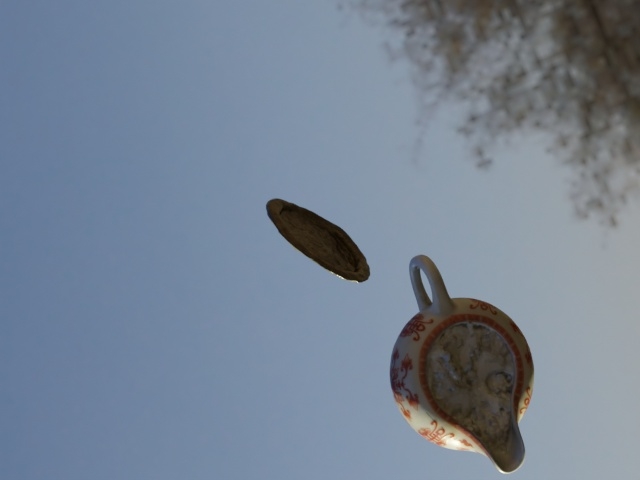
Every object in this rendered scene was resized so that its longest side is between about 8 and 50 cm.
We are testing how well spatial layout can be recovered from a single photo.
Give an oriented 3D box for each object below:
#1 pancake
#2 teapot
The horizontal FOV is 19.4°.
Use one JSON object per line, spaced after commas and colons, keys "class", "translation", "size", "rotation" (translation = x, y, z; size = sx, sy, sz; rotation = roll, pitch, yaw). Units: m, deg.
{"class": "pancake", "translation": [-0.001, 0.001, 1.573], "size": [0.115, 0.011, 0.115], "rotation": [33, -161, -13]}
{"class": "teapot", "translation": [0.146, 0.131, 2.012], "size": [0.245, 0.159, 0.116], "rotation": [62, 174, -5]}
